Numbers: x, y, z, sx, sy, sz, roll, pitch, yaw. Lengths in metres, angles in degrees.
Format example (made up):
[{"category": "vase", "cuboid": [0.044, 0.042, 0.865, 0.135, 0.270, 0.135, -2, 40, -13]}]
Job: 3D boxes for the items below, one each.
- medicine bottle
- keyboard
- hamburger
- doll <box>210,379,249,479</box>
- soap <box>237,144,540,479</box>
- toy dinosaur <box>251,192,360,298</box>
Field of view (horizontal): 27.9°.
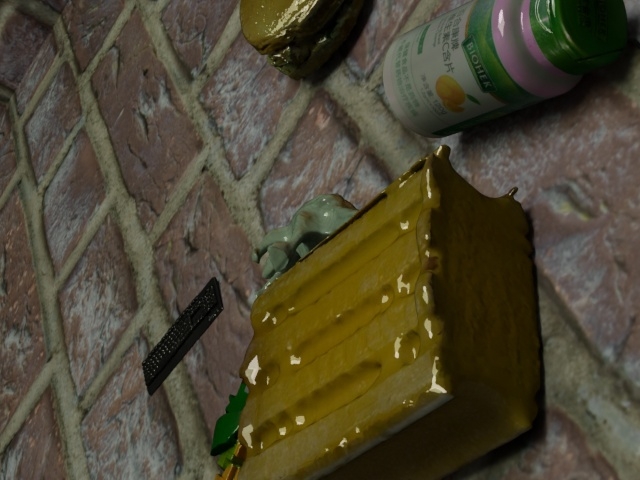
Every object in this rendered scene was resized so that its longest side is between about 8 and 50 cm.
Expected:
[{"category": "medicine bottle", "cuboid": [0.197, -0.204, 1.390, 0.274, 0.133, 0.133, -17, 52, 53]}, {"category": "keyboard", "cuboid": [-0.207, 0.141, 1.901, 0.196, 0.015, 0.074, -50, 31, 24]}, {"category": "hamburger", "cuboid": [-0.015, -0.347, 1.886, 0.215, 0.122, 0.189, -54, 35, 8]}, {"category": "doll", "cuboid": [-0.077, 0.250, 1.491, 0.134, 0.106, 0.186, -36, 38, 50]}, {"category": "soap", "cuboid": [0.062, 0.113, 1.326, 0.335, 0.156, 0.293, -39, 39, 38]}, {"category": "toy dinosaur", "cuboid": [0.000, 0.000, 1.561, 0.393, 0.092, 0.205, -38, 7, 44]}]
